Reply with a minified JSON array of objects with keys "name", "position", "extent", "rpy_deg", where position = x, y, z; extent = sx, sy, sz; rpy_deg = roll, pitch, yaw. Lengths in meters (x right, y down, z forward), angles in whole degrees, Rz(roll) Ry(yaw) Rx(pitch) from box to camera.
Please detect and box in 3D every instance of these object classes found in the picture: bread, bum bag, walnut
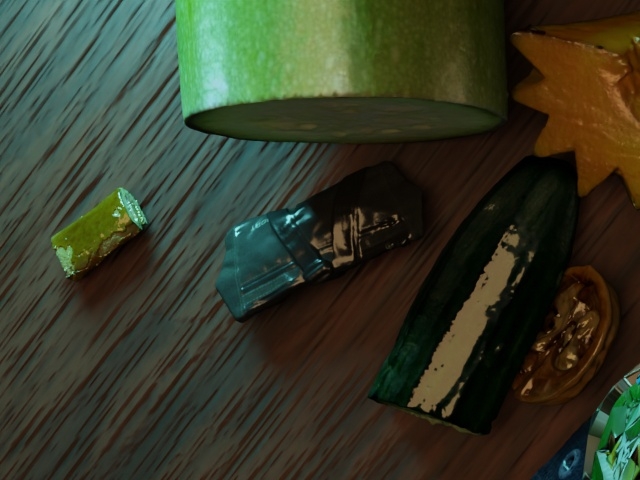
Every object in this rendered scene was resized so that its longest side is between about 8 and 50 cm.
[{"name":"bread","position":[-0.192,-0.005,1.672],"extent":[0.083,0.036,0.047],"rpy_deg":[-36,69,14]},{"name":"bum bag","position":[0.000,0.000,1.607],"extent":[0.198,0.049,0.087],"rpy_deg":[-25,64,18]},{"name":"walnut","position":[0.201,0.081,1.533],"extent":[0.091,0.052,0.121],"rpy_deg":[36,98,52]}]

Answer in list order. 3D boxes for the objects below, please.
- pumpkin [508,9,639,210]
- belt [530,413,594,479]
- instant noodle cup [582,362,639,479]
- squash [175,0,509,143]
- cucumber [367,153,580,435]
[{"name":"pumpkin","position":[0.286,-0.105,1.509],"extent":[0.254,0.149,0.130],"rpy_deg":[14,121,26]},{"name":"belt","position":[0.229,0.203,1.492],"extent":[0.122,0.128,0.218],"rpy_deg":[41,98,-15]},{"name":"instant noodle cup","position":[0.294,0.195,1.318],"extent":[0.240,0.178,0.240],"rpy_deg":[2,108,6]},{"name":"squash","position":[0.010,-0.278,1.511],"extent":[0.263,0.263,0.384],"rpy_deg":[-2,86,17]},{"name":"cucumber","position":[0.125,0.036,1.542],"extent":[0.115,0.063,0.243],"rpy_deg":[26,89,40]}]
